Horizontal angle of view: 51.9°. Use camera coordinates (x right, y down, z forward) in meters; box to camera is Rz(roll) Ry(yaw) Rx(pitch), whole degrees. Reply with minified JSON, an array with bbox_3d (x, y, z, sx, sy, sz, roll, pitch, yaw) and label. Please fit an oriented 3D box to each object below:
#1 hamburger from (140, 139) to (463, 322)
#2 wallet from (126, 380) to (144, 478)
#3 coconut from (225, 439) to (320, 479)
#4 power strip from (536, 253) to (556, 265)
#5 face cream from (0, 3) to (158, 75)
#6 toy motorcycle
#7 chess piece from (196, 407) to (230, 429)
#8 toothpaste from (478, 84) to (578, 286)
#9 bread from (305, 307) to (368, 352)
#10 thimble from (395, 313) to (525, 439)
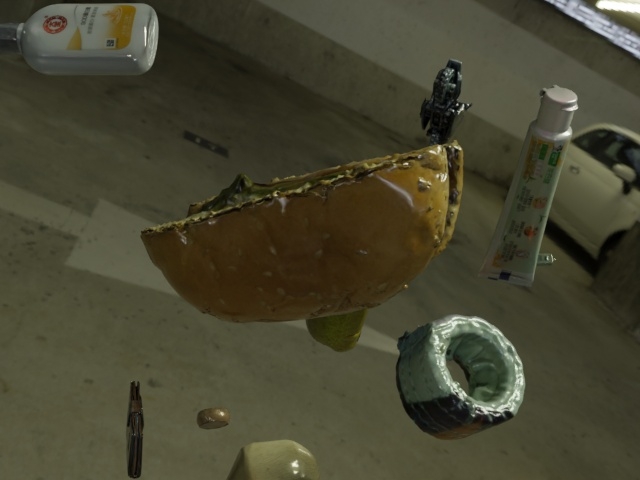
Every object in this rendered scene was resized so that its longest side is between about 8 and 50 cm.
[{"bbox_3d":[-0.015,0.002,0.526,0.262,0.131,0.124,-10,7,23],"label":"hamburger"},{"bbox_3d":[-0.447,0.451,1.586,0.042,0.124,0.230,5,20,-16],"label":"wallet"},{"bbox_3d":[-0.110,0.537,1.417,0.224,0.224,0.224,26,17,-9],"label":"coconut"},{"bbox_3d":[0.486,0.043,1.476,0.083,0.017,0.027,-2,56,7],"label":"power strip"},{"bbox_3d":[-0.427,-0.343,1.115,0.291,0.144,0.071,2,-27,3],"label":"face cream"},{"bbox_3d":[0.318,-0.348,1.661,0.106,0.159,0.270,24,-28,16],"label":"toy motorcycle"},{"bbox_3d":[-0.269,0.448,1.653,0.083,0.083,0.038,16,53,-35],"label":"chess piece"},{"bbox_3d":[0.280,-0.054,0.877,0.056,0.314,0.058,-22,48,-24],"label":"toothpaste"},{"bbox_3d":[0.048,0.119,1.584,0.112,0.384,0.166,-21,53,-34],"label":"bread"},{"bbox_3d":[0.260,0.255,1.261,0.237,0.150,0.237,14,57,-22],"label":"thimble"}]
